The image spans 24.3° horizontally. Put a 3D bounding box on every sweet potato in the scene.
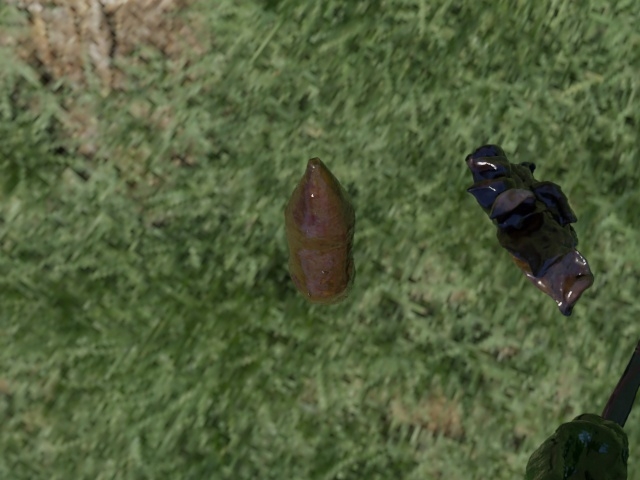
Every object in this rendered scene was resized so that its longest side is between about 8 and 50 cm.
[{"bbox_3d":[0.001,0.003,1.072,0.051,0.065,0.218,-6,157,-2],"label":"sweet potato"}]

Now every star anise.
[{"bbox_3d":[0.249,-0.022,1.712,0.099,0.214,0.220,-38,65,17],"label":"star anise"}]

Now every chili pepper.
[{"bbox_3d":[0.243,0.230,1.409,0.099,0.253,0.083,13,106,9],"label":"chili pepper"}]

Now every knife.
[{"bbox_3d":[0.361,0.140,1.660,0.035,0.247,0.018,25,150,17],"label":"knife"}]
